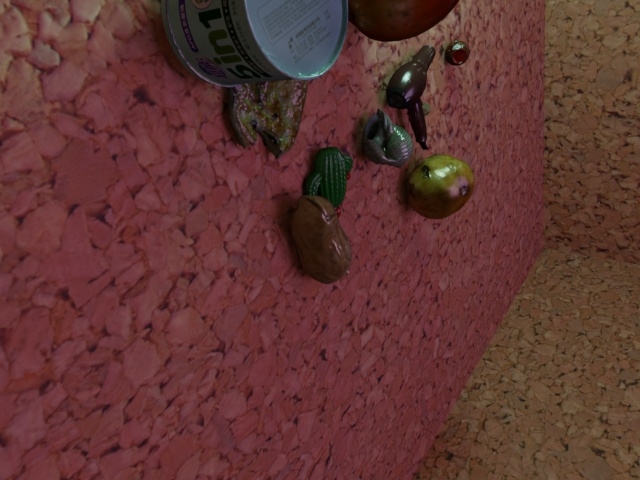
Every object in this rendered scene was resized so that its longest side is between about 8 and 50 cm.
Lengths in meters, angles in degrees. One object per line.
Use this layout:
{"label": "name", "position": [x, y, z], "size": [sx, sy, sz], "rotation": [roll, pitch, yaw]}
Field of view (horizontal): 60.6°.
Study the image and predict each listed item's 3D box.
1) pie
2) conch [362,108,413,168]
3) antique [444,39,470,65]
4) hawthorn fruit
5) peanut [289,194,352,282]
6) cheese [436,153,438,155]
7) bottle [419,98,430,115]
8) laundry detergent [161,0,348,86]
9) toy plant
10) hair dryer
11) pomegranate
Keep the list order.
{"label": "pie", "position": [-0.127, -0.363, 1.402], "size": [0.303, 0.067, 0.302], "rotation": [-20, 116, -48]}
{"label": "conch", "position": [0.212, -0.325, 1.828], "size": [0.172, 0.131, 0.199], "rotation": [-30, 85, -20]}
{"label": "antique", "position": [0.547, -0.750, 2.195], "size": [0.104, 0.104, 0.103], "rotation": [-20, 116, -50]}
{"label": "hawthorn fruit", "position": [0.178, -0.730, 1.481], "size": [0.403, 0.403, 0.402], "rotation": [-20, 116, -50]}
{"label": "peanut", "position": [-0.002, -0.003, 1.601], "size": [0.174, 0.159, 0.339], "rotation": [-97, 166, -53]}
{"label": "cheese", "position": [0.514, -0.338, 2.336], "size": [0.111, 0.017, 0.047], "rotation": [14, 85, -55]}
{"label": "bottle", "position": [0.373, -0.508, 2.073], "size": [0.101, 0.047, 0.063], "rotation": [10, 52, -50]}
{"label": "laundry detergent", "position": [-0.148, -0.465, 1.122], "size": [0.287, 0.305, 0.287], "rotation": [-12, 106, -48]}
{"label": "toy plant", "position": [0.021, -0.163, 1.652], "size": [0.155, 0.088, 0.240], "rotation": [7, 105, -43]}
{"label": "hair dryer", "position": [0.360, -0.492, 1.983], "size": [0.312, 0.123, 0.340], "rotation": [-55, 136, -34]}
{"label": "pomegranate", "position": [0.456, -0.204, 2.109], "size": [0.260, 0.261, 0.260], "rotation": [-20, 116, -50]}
